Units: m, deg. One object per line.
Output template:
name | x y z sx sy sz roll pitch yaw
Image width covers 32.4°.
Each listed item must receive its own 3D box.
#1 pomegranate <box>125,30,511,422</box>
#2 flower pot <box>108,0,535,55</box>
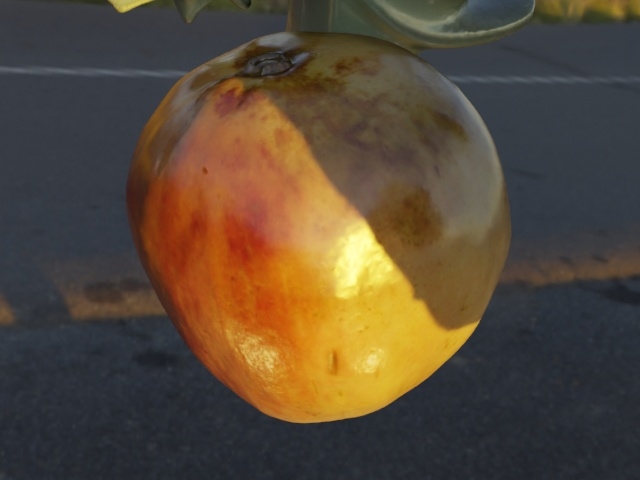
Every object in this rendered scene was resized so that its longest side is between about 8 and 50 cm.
pomegranate | 0.000 0.000 0.729 0.229 0.270 0.252 -28 40 -21
flower pot | -0.007 -0.228 0.793 0.367 0.254 0.164 33 20 -34
